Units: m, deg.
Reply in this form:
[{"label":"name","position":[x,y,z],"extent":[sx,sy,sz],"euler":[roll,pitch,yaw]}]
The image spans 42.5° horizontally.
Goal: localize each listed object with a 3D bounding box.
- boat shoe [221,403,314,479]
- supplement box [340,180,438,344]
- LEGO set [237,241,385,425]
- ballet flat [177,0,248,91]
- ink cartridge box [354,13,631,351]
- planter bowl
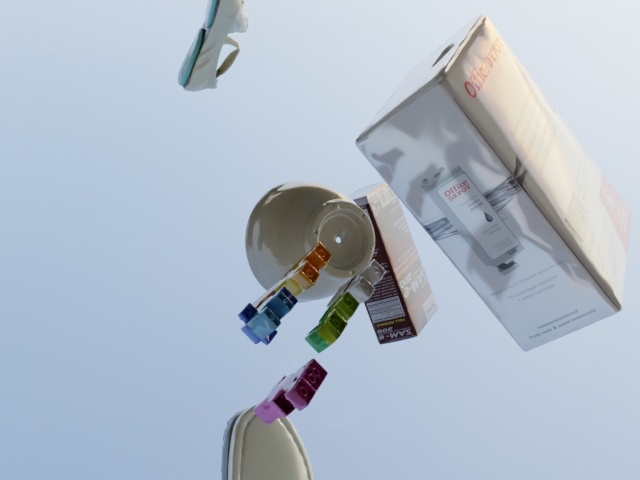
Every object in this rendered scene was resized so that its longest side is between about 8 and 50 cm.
[{"label":"boat shoe","position":[-0.060,0.323,0.888],"extent":[0.109,0.305,0.091],"euler":[-14,-175,-37]},{"label":"supplement box","position":[0.107,0.033,1.348],"extent":[0.073,0.240,0.130],"euler":[-16,-170,28]},{"label":"LEGO set","position":[-0.028,0.077,0.776],"extent":[0.087,0.093,0.227],"euler":[47,-146,-5]},{"label":"ballet flat","position":[-0.160,-0.340,1.332],"extent":[0.086,0.248,0.086],"euler":[16,-135,-17]},{"label":"ink cartridge box","position":[0.189,-0.064,0.847],"extent":[0.283,0.117,0.207],"euler":[50,-144,-11]},{"label":"planter bowl","position":[0.000,0.000,1.045],"extent":[0.162,0.162,0.109],"euler":[-36,-163,-28]}]
